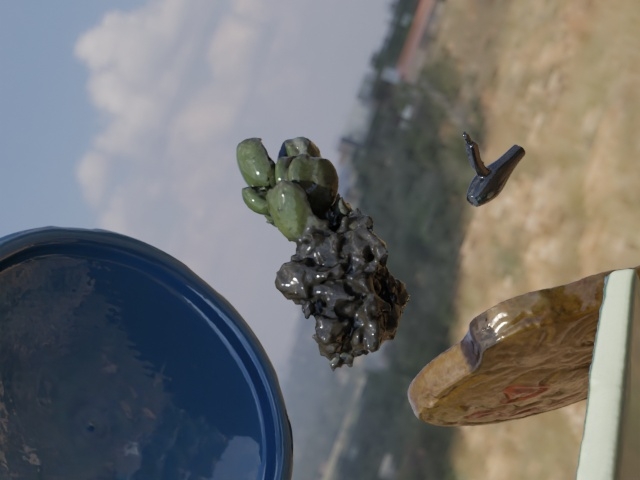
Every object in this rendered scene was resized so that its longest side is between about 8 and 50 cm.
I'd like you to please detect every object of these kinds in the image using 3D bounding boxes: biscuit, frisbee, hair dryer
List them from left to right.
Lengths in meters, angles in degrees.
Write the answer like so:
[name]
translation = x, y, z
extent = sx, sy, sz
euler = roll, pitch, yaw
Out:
[frisbee]
translation = -0.150, 0.120, 1.278
extent = 0.049, 0.289, 0.289
euler = -46, 17, 43
[hair dryer]
translation = 0.163, -0.082, 1.789
extent = 0.079, 0.031, 0.083
euler = -49, -45, -22
[biscuit]
translation = 0.216, 0.096, 1.587
extent = 0.257, 0.273, 0.049
euler = -52, 55, 53

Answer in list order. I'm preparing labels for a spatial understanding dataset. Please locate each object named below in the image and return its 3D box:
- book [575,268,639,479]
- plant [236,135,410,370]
[book]
translation = 0.177, 0.224, 0.968
extent = 0.379, 0.031, 0.264
euler = -70, -35, -54
[plant]
translation = 0.000, 0.000, 1.199
extent = 0.174, 0.085, 0.087
euler = 63, 150, 21
